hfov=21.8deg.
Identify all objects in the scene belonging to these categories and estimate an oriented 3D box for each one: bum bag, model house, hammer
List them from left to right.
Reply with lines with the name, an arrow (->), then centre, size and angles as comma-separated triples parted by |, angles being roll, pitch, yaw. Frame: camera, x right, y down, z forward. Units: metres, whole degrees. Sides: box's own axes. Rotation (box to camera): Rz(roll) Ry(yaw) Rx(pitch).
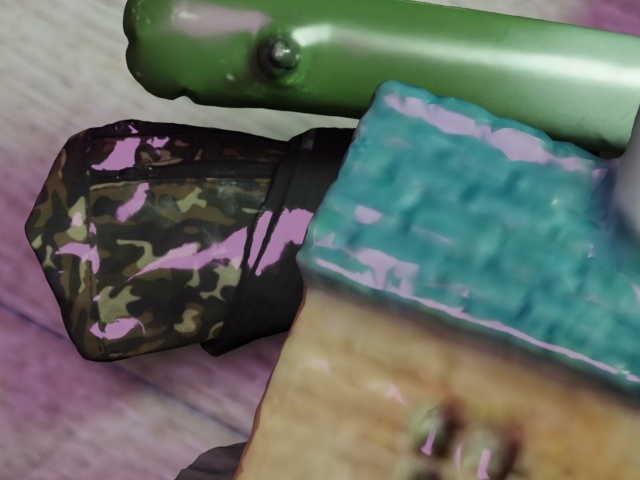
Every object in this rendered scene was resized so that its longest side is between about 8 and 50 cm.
bum bag -> 0.000, 0.001, 0.700 | 0.248, 0.069, 0.102 | -1, 59, 3
hammer -> 0.090, -0.068, 0.651 | 0.335, 0.119, 0.207 | 7, 75, -7
model house -> 0.106, 0.045, 0.559 | 0.267, 0.194, 0.325 | 21, 103, 12
